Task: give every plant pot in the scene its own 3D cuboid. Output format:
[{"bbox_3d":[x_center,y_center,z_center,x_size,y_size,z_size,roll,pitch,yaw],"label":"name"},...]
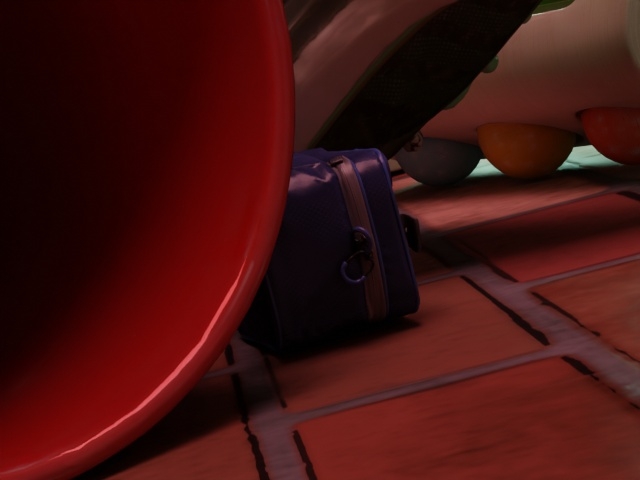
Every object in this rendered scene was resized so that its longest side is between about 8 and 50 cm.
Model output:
[{"bbox_3d":[-0.185,-0.033,0.621,0.275,0.275,0.243,-19,0,-37],"label":"plant pot"}]

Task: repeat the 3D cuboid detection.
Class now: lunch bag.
[{"bbox_3d":[0.000,0.000,0.678,0.065,0.067,0.098,-16,8,-14],"label":"lunch bag"}]

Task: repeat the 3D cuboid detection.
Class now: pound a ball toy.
[{"bbox_3d":[0.162,-0.094,0.988,0.208,0.136,0.319,12,-9,-34],"label":"pound a ball toy"}]

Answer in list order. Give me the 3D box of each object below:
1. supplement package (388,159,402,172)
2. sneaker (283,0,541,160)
[{"bbox_3d":[-0.057,-0.133,1.258,0.145,0.204,0.262,-16,8,-34],"label":"supplement package"},{"bbox_3d":[0.032,-0.112,0.818,0.410,0.158,0.182,-34,-21,4],"label":"sneaker"}]
